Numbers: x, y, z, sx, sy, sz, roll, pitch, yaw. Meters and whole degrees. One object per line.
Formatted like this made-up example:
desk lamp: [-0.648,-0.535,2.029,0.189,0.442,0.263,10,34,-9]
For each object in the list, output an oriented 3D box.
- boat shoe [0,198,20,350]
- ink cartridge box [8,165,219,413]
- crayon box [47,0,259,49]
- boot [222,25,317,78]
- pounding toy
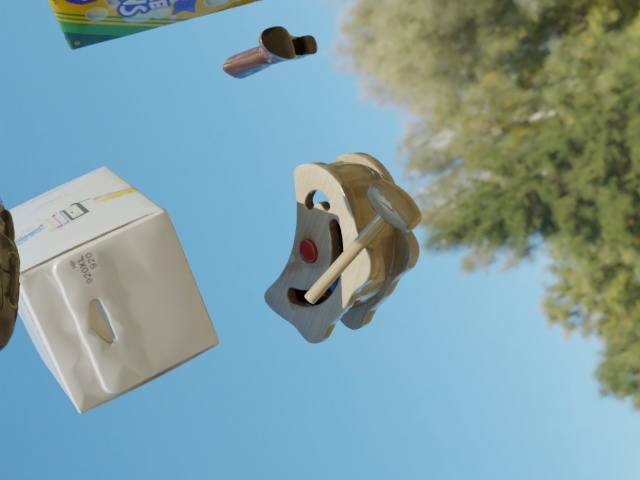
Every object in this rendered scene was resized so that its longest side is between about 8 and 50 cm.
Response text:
boat shoe: [-0.299,0.007,1.106,0.092,0.103,0.285,53,-179,-28]
ink cartridge box: [-0.243,0.046,1.444,0.232,0.168,0.171,31,145,63]
crayon box: [-0.144,-0.329,1.428,0.203,0.323,0.083,77,178,-63]
boot: [-0.076,-0.209,1.518,0.106,0.114,0.037,1,-99,-57]
pounding toy: [0.000,0.000,1.466,0.155,0.269,0.154,-16,-118,-39]
